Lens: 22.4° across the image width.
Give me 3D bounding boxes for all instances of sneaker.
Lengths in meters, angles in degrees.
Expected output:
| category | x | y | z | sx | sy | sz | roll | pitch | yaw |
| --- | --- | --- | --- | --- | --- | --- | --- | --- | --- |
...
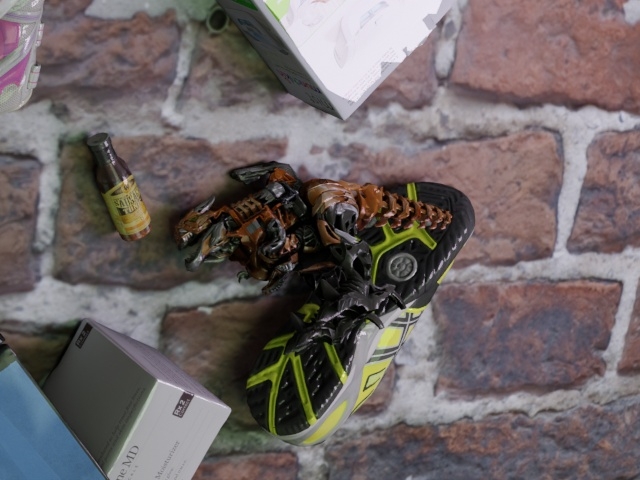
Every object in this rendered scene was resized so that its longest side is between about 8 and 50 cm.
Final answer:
| category | x | y | z | sx | sy | sz | roll | pitch | yaw |
| --- | --- | --- | --- | --- | --- | --- | --- | --- | --- |
| sneaker | -0.330 | -0.194 | 1.625 | 0.252 | 0.103 | 0.111 | -52 | 134 | 2 |
| sneaker | 0.052 | 0.088 | 2.017 | 0.385 | 0.145 | 0.147 | -49 | 155 | -9 |

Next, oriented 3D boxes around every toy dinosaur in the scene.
| category | x | y | z | sx | sy | sz | roll | pitch | yaw |
| --- | --- | --- | --- | --- | --- | --- | --- | --- | --- |
| toy dinosaur | 0.000 | 0.000 | 1.881 | 0.321 | 0.218 | 0.164 | -16 | 164 | -1 |

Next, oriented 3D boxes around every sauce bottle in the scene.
| category | x | y | z | sx | sy | sz | roll | pitch | yaw |
| --- | --- | --- | --- | --- | --- | --- | --- | --- | --- |
| sauce bottle | -0.224 | -0.059 | 1.788 | 0.042 | 0.042 | 0.128 | -35 | 126 | -19 |

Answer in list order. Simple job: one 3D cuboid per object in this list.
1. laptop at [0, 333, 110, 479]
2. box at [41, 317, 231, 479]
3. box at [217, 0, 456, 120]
| category | x | y | z | sx | sy | sz | roll | pitch | yaw |
| --- | --- | --- | --- | --- | --- | --- | --- | --- | --- |
| laptop | -0.429 | 0.270 | 1.566 | 0.382 | 0.236 | 0.408 | -36 | 158 | -5 |
| box | -0.226 | 0.212 | 1.813 | 0.119 | 0.182 | 0.181 | 28 | 93 | -41 |
| box | 0.027 | -0.311 | 1.807 | 0.262 | 0.126 | 0.231 | -49 | 130 | -9 |
